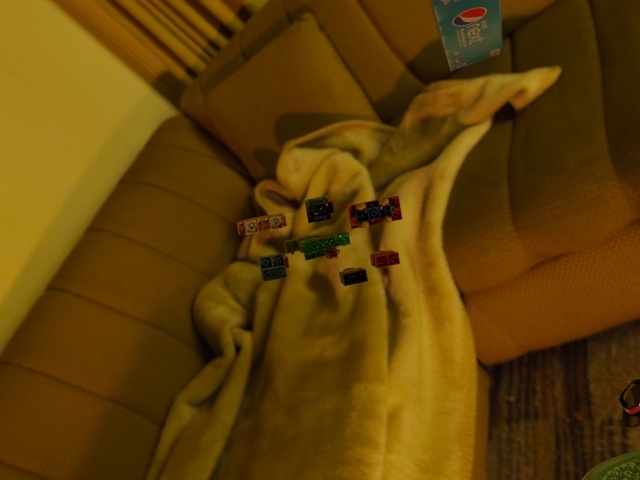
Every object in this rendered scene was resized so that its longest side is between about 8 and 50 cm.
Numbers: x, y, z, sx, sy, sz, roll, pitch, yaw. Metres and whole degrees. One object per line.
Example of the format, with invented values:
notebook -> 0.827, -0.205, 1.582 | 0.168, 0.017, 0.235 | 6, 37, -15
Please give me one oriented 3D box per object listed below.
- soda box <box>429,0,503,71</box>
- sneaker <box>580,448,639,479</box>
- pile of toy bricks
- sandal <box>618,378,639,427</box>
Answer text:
soda box -> 0.151, -0.255, 0.717 | 0.067, 0.071, 0.210 | -17, -9, 13
sneaker -> 0.346, 0.295, 0.713 | 0.208, 0.319, 0.127 | 116, 144, -42
pile of toy bricks -> 0.000, 0.000, 0.901 | 0.212, 0.118, 0.105 | -10, 6, -8
sandal -> 0.570, 0.280, 1.212 | 0.179, 0.040, 0.067 | 88, -177, -51
